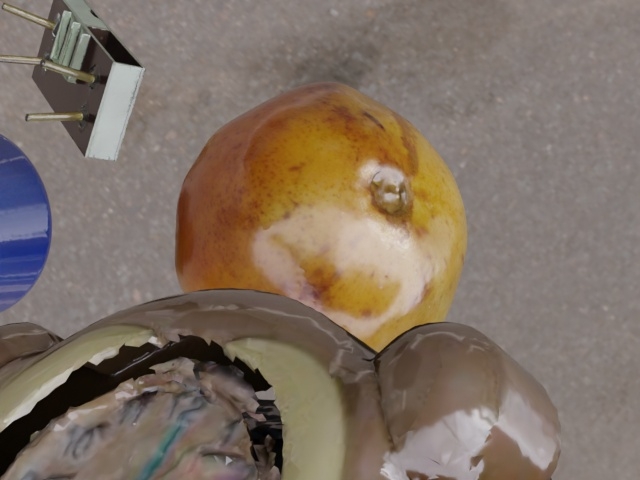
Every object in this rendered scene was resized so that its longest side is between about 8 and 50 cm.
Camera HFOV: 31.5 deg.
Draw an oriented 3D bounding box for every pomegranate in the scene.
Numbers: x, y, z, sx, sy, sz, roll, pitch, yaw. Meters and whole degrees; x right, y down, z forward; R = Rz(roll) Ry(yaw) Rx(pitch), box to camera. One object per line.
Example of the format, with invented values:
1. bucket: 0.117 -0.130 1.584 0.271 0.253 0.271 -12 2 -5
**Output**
1. pomegranate: 0.000 0.000 0.982 0.264 0.264 0.264 -22 133 -26

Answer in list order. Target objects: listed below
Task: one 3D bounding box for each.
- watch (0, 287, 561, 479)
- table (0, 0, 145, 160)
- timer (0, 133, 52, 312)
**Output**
1. watch: -0.028 0.221 0.516 0.327 0.314 0.335 59 42 -37
2. table: -0.314 -0.206 1.354 0.111 0.240 0.121 7 115 -34
3. timer: -0.544 -0.008 1.402 0.270 0.270 0.383 -62 166 15
